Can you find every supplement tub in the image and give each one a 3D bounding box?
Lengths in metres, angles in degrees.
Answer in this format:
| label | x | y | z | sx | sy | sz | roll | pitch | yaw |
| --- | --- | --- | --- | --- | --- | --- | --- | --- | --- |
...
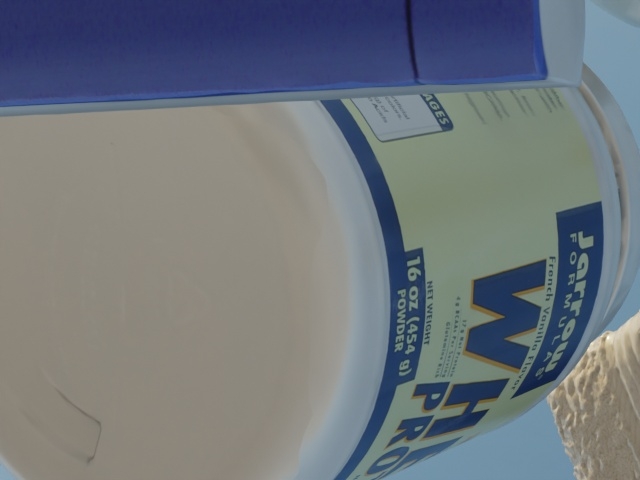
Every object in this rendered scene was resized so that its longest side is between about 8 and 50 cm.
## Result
| label | x | y | z | sx | sy | sz | roll | pitch | yaw |
| --- | --- | --- | --- | --- | --- | --- | --- | --- | --- |
| supplement tub | 0.000 | 0.000 | 0.958 | 0.235 | 0.325 | 0.235 | 6 | -78 | 33 |

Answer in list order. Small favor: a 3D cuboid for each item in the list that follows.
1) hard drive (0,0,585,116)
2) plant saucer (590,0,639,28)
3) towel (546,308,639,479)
| label | x | y | z | sx | sy | sz | roll | pitch | yaw |
| --- | --- | --- | --- | --- | --- | --- | --- | --- | --- |
| hard drive | -0.089 | -0.138 | 0.524 | 0.318 | 0.040 | 0.210 | -1 | -91 | 26 |
| plant saucer | 0.146 | -0.296 | 1.274 | 0.100 | 0.400 | 0.400 | -21 | -114 | -5 |
| towel | 0.250 | 0.178 | 1.331 | 0.187 | 0.049 | 0.282 | -46 | -123 | 47 |
